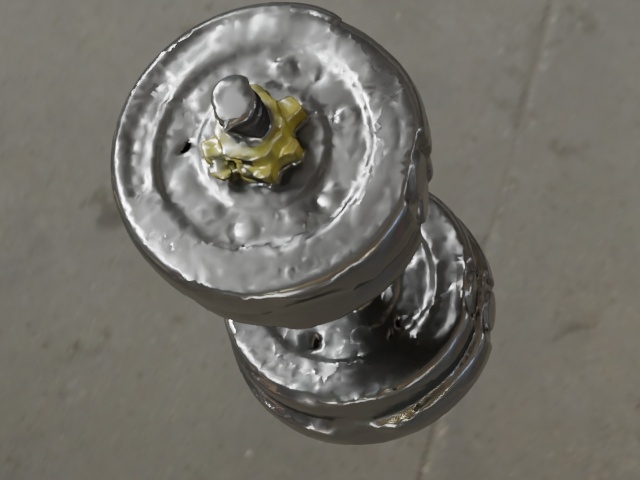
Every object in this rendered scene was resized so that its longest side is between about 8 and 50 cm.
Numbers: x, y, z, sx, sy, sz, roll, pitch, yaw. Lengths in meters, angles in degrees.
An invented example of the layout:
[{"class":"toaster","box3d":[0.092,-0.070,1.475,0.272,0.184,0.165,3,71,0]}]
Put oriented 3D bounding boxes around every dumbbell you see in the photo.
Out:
[{"class":"dumbbell","box3d":[0.000,0.000,1.212,0.185,0.388,0.185,-5,67,13]}]
